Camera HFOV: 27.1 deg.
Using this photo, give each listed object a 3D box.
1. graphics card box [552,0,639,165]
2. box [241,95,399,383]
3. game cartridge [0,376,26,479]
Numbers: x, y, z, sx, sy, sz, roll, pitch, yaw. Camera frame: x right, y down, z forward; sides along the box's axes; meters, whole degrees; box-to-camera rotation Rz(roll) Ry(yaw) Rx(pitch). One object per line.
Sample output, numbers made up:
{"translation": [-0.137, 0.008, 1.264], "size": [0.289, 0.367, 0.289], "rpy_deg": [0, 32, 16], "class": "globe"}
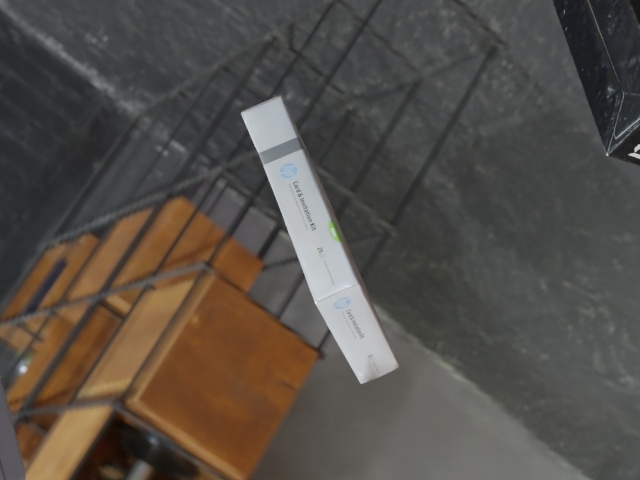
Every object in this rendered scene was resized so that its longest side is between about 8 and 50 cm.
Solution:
{"translation": [0.418, -0.153, 1.338], "size": [0.370, 0.233, 0.094], "rpy_deg": [14, 139, -28], "class": "graphics card box"}
{"translation": [0.000, 0.000, 1.036], "size": [0.145, 0.038, 0.186], "rpy_deg": [63, -175, -56], "class": "box"}
{"translation": [-0.272, 0.074, 0.534], "size": [0.294, 0.196, 0.060], "rpy_deg": [-21, 162, 11], "class": "game cartridge"}
